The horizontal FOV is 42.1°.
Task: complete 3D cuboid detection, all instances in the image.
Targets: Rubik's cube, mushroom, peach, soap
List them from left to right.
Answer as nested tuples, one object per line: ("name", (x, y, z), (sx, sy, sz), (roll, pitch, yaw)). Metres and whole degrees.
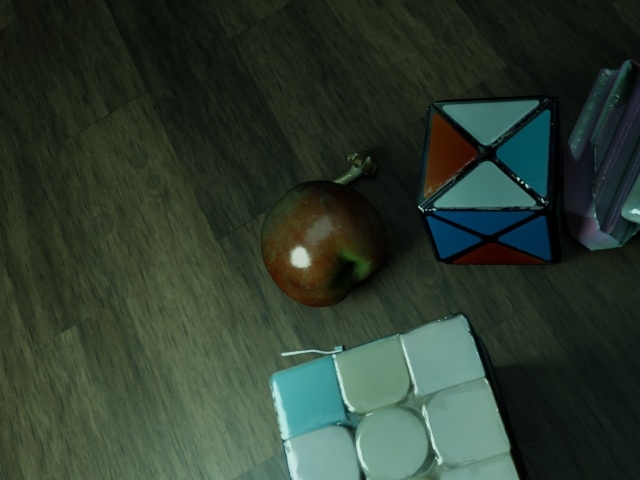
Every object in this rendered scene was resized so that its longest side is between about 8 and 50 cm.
("peach", (0.000, 0.000, 1.657), (0.253, 0.252, 0.252), (-7, 64, 16))
("mushroom", (0.036, -0.139, 1.807), (0.187, 0.061, 0.060), (-27, 66, 11))
("Rubik's cube", (0.154, 0.367, 1.370), (0.347, 0.344, 0.346), (-19, 61, 12))
("Rubik's cube", (0.331, -0.108, 1.581), (0.247, 0.248, 0.249), (0, 65, 18))
("soap", (0.558, -0.149, 1.553), (0.193, 0.109, 0.323), (31, 75, -16))

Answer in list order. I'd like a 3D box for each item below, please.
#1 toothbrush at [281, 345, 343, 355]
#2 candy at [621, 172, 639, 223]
("toothbrush", (-0.018, 0.226, 1.682), (0.132, 0.011, 0.013), (-8, 77, 15))
("candy", (0.622, -0.096, 1.448), (0.138, 0.071, 0.174), (23, 80, 32))
